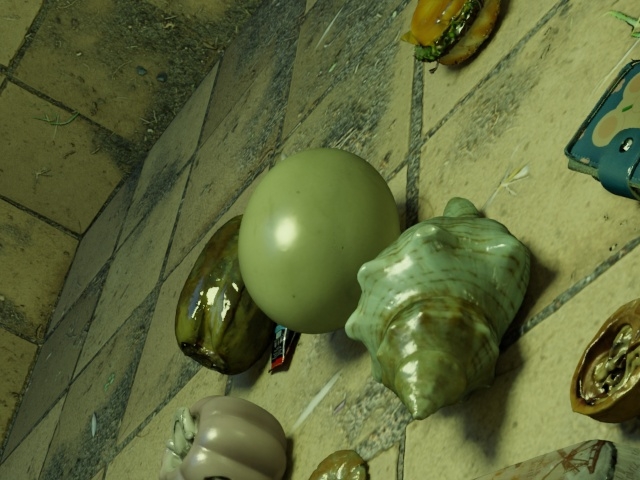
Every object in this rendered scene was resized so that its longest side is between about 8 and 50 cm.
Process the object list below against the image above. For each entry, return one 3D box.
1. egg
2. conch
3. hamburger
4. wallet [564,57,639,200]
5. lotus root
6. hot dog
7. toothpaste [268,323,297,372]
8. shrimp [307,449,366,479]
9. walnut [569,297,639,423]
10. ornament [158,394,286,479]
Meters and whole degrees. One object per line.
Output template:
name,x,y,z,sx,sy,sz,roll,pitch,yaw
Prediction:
egg,0.000,0.000,1.461,0.219,0.219,0.269,-32,35,53
conch,0.130,0.043,1.173,0.203,0.169,0.386,-17,42,27
hamburger,0.204,-0.335,1.616,0.189,0.093,0.164,-57,22,13
wallet,0.325,-0.100,1.039,0.141,0.059,0.202,-53,21,2
lotus root,-0.130,0.078,1.751,0.152,0.160,0.275,12,62,34
hot dog,0.178,0.236,0.921,0.252,0.069,0.131,-35,22,45
toothpaste,-0.045,0.110,1.690,0.071,0.045,0.193,139,149,-64
shrimp,0.006,0.327,1.273,0.099,0.041,0.180,4,63,53
walnut,0.262,0.105,0.912,0.121,0.052,0.091,-53,19,15
ornament,-0.136,0.292,1.471,0.177,0.177,0.177,-49,22,28
